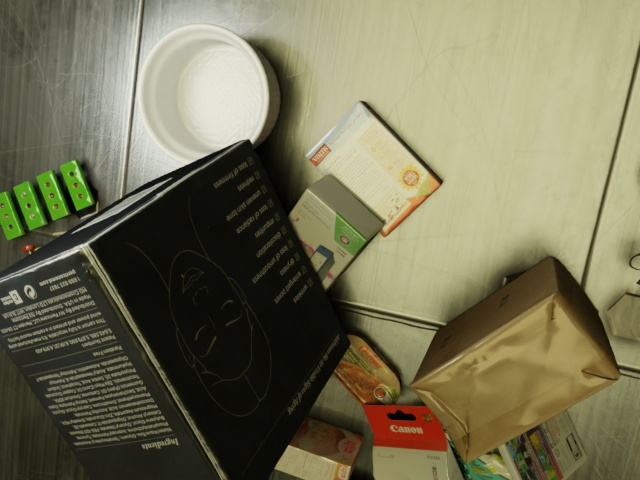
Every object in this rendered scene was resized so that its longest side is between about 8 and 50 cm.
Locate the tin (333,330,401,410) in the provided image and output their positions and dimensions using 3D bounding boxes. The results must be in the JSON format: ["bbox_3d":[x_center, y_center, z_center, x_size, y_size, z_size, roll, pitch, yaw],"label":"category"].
[{"bbox_3d":[0.092,0.276,1.464,0.106,0.040,0.189,-43,88,21],"label":"tin"}]

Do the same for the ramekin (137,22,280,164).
[{"bbox_3d":[-0.215,-0.290,1.394,0.278,0.135,0.277,3,101,15],"label":"ramekin"}]

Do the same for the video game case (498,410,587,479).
[{"bbox_3d":[0.421,0.385,1.337,0.023,0.184,0.201,-19,96,59],"label":"video game case"}]

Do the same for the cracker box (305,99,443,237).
[{"bbox_3d":[0.107,-0.143,1.370,0.232,0.067,0.156,47,108,2],"label":"cracker box"}]

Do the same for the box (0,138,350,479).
[{"bbox_3d":[-0.233,0.144,1.213,0.298,0.480,0.471,-19,106,31],"label":"box"}]

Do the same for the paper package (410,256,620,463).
[{"bbox_3d":[0.344,0.200,1.234,0.310,0.325,0.168,-37,88,19],"label":"paper package"}]

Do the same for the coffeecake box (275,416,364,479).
[{"bbox_3d":[-0.015,0.445,1.465,0.186,0.142,0.068,16,104,11],"label":"coffeecake box"}]

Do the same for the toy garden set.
[{"bbox_3d":[-0.615,-0.049,1.589,0.245,0.049,0.203,-20,92,16],"label":"toy garden set"}]

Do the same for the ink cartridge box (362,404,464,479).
[{"bbox_3d":[0.184,0.451,1.408,0.189,0.066,0.232,-11,112,41],"label":"ink cartridge box"}]

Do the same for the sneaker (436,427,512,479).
[{"bbox_3d":[0.320,0.446,1.402,0.275,0.107,0.110,37,118,8],"label":"sneaker"}]

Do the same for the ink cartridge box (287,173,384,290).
[{"bbox_3d":[0.000,0.000,1.378,0.154,0.093,0.212,43,129,5],"label":"ink cartridge box"}]

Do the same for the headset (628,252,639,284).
[{"bbox_3d":[0.679,-0.073,1.169,0.243,0.185,0.394,37,95,6],"label":"headset"}]
